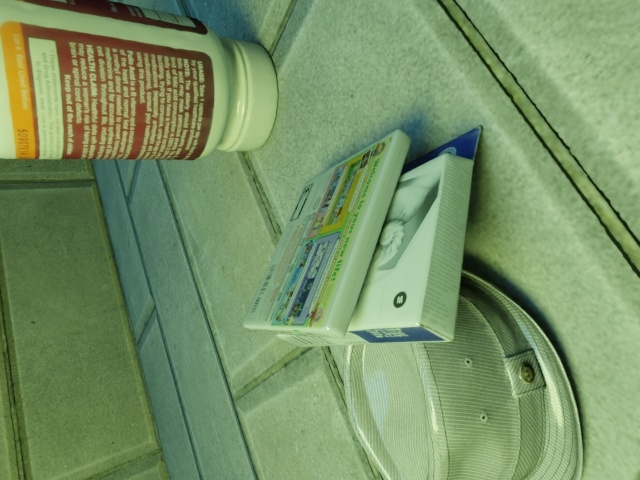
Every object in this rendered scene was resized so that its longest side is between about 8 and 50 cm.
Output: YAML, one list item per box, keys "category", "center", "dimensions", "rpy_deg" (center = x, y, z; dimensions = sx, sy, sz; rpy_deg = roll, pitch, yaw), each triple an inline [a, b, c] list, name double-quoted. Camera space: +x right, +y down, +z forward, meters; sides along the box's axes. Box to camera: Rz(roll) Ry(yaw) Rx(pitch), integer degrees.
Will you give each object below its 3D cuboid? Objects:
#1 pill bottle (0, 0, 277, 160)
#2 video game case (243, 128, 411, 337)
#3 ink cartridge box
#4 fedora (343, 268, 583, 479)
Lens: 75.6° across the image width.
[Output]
- category: "pill bottle"
  center: [-0.281, -0.238, 0.641]
  dimensions: [0.224, 0.392, 0.224]
  rpy_deg: [13, 106, 52]
- category: "video game case"
  center: [0.000, 0.000, 0.448]
  dimensions: [0.193, 0.023, 0.213]
  rpy_deg: [-17, 46, 58]
- category: "ink cartridge box"
  center: [0.053, -0.003, 0.434]
  dimensions: [0.223, 0.045, 0.224]
  rpy_deg: [-23, 43, 52]
- category: "fedora"
  center: [0.111, 0.163, 0.422]
  dimensions: [0.243, 0.124, 0.276]
  rpy_deg: [-12, 87, 54]
